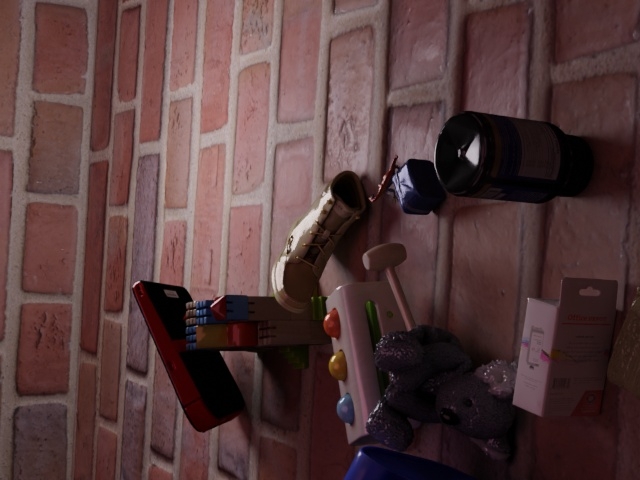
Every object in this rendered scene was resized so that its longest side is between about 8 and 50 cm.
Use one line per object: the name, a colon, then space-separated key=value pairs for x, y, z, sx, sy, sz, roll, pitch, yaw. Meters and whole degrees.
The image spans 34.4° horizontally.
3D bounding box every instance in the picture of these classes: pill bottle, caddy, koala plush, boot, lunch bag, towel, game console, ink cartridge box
pill bottle: x=0.285 y=-0.116 z=1.500 sx=0.122 sy=0.219 sz=0.123 roll=-10 pitch=79 yaw=58
caddy: x=0.158 y=0.451 z=1.567 sx=0.241 sy=0.341 sz=0.179 roll=30 pitch=97 yaw=53
koala plush: x=0.220 y=0.245 z=1.655 sx=0.221 sy=0.203 sz=0.196 roll=19 pitch=114 yaw=37
boot: x=0.000 y=0.000 z=2.026 sx=0.203 sy=0.095 sz=0.262 roll=-47 pitch=17 yaw=42
lunch bag: x=0.170 y=-0.096 z=1.836 sx=0.065 sy=0.067 sz=0.098 roll=-48 pitch=47 yaw=46
towel: x=0.447 y=0.145 z=1.393 sx=0.110 sy=0.027 sz=0.148 roll=38 pitch=118 yaw=53
game console: x=-0.290 y=0.252 z=2.295 sx=0.342 sy=0.060 sz=0.386 roll=61 pitch=-177 yaw=7
ink cartridge box: x=0.349 y=0.146 z=1.469 sx=0.067 sy=0.115 sz=0.198 roll=18 pitch=102 yaw=58

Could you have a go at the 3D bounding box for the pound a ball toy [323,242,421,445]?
pound a ball toy: x=0.087 y=0.186 z=1.837 sx=0.208 sy=0.135 sz=0.319 roll=124 pitch=139 yaw=-65

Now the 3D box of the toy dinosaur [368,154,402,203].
toy dinosaur: x=0.118 y=-0.110 z=1.922 sx=0.082 sy=0.090 sz=0.047 roll=-43 pitch=45 yaw=-12

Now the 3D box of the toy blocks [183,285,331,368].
toy blocks: x=-0.163 y=0.178 z=2.178 sx=0.381 sy=0.260 sz=0.191 roll=-16 pitch=74 yaw=58
